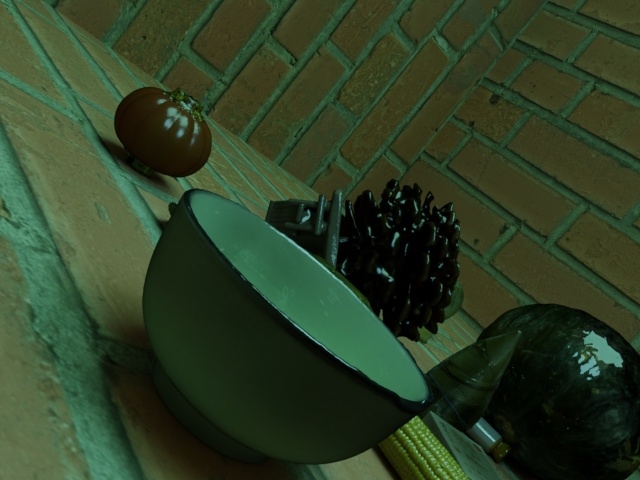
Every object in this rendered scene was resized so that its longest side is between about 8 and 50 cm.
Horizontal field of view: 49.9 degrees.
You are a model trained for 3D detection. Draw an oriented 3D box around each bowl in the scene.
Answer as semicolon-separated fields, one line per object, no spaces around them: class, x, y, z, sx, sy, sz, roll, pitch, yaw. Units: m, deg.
bowl;-0.064;0.123;0.776;0.354;0.185;0.354;39;8;-6

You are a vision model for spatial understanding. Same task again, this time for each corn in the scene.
corn;0.156;0.334;1.004;0.081;0.081;0.248;33;10;-42

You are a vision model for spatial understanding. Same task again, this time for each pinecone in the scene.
pinecone;0.165;0.043;1.691;0.398;0.397;0.397;39;8;-6

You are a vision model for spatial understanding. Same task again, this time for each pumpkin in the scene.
pumpkin;0.547;0.363;1.598;0.454;0.344;0.454;42;-29;30

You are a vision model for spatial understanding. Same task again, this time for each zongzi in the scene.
zongzi;0.314;0.276;1.371;0.125;0.274;0.251;51;12;25

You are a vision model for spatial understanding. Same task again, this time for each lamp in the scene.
lamp;-0.339;-0.235;1.494;0.223;0.196;0.223;39;7;-6

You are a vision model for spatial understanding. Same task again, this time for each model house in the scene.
model house;-0.040;-0.004;1.532;0.188;0.229;0.122;5;-5;14

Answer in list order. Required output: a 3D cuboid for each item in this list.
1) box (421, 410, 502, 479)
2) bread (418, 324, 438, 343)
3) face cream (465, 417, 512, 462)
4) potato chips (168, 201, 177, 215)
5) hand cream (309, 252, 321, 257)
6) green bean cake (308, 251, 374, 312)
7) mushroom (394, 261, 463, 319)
box;0.245;0.393;1.172;0.141;0.058;0.201;37;9;-18
bread;0.304;0.261;2.118;0.080;0.084;0.109;41;7;26
face cream;0.348;0.417;1.548;0.182;0.051;0.072;43;0;25
potato chips;-0.220;-0.004;1.261;0.167;0.059;0.228;46;4;-27
hand cream;0.000;0.000;2.072;0.084;0.084;0.203;38;17;-13
green bean cake;-0.007;0.122;1.293;0.233;0.124;0.236;44;8;26
mushroom;0.348;0.132;2.426;0.352;0.260;0.352;36;13;-10
